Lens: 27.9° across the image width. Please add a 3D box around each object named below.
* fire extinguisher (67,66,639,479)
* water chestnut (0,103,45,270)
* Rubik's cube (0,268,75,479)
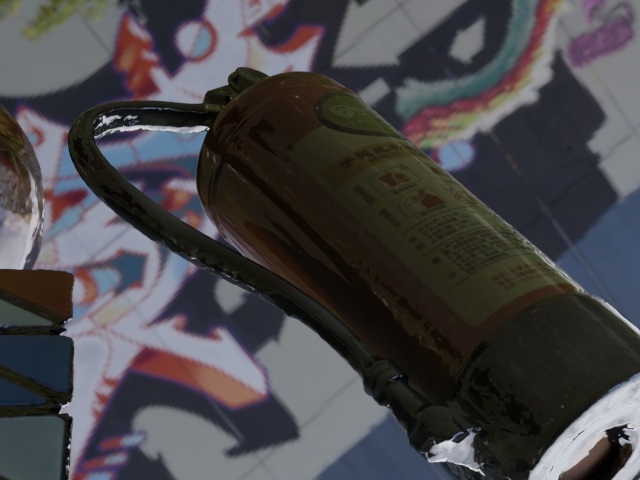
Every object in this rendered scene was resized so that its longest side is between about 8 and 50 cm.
[{"bbox_3d":[0.007,-0.008,0.675,0.113,0.200,0.376,-54,-132,10],"label":"fire extinguisher"},{"bbox_3d":[-0.342,-0.023,1.095,0.238,0.223,0.224,-43,-167,9],"label":"water chestnut"},{"bbox_3d":[-0.222,0.054,0.674,0.284,0.250,0.234,-47,180,38],"label":"Rubik's cube"}]
